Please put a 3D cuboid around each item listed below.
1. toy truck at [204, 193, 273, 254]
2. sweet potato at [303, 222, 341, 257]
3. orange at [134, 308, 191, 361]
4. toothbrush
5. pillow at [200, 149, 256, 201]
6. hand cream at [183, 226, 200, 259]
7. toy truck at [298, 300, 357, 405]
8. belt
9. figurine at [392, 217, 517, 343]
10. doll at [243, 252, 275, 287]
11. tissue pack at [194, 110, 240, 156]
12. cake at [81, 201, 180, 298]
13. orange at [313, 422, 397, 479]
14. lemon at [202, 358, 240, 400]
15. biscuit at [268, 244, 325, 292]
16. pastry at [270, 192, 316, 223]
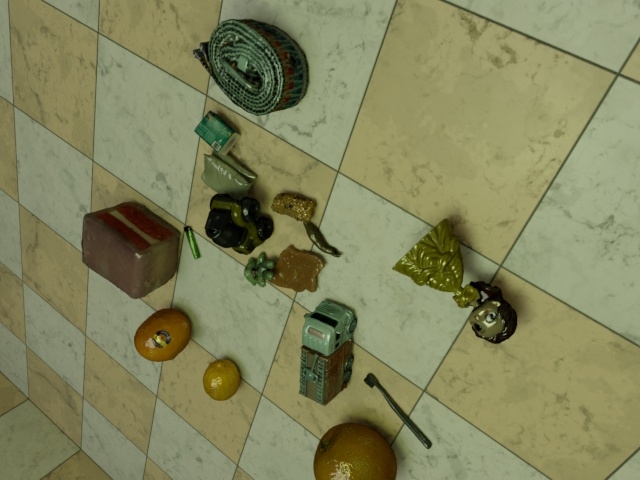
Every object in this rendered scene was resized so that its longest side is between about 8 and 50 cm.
[{"bbox_3d":[-0.256,-0.035,1.642,0.147,0.165,0.224,9,154,27],"label":"toy truck"},{"bbox_3d":[-0.001,0.003,1.601,0.153,0.038,0.041,44,152,7],"label":"sweet potato"},{"bbox_3d":[-0.606,0.366,2.080,0.219,0.219,0.193,-28,114,40],"label":"orange"},{"bbox_3d":[0.243,0.539,1.690,0.297,0.030,0.030,48,156,5],"label":"toothbrush"},{"bbox_3d":[-0.291,-0.195,1.686,0.181,0.078,0.134,37,132,8],"label":"pillow"},{"bbox_3d":[-0.462,0.008,1.934,0.036,0.023,0.122,-6,107,38],"label":"hand cream"},{"bbox_3d":[0.011,0.353,1.676,0.136,0.162,0.305,19,121,28],"label":"toy truck"},{"bbox_3d":[-0.181,-0.467,1.422,0.295,0.160,0.207,47,130,6],"label":"belt"},{"bbox_3d":[0.350,0.121,1.322,0.187,0.168,0.315,-45,80,13],"label":"figurine"},{"bbox_3d":[-0.200,0.096,1.750,0.150,0.077,0.115,-13,80,49],"label":"doll"},{"bbox_3d":[-0.309,-0.324,1.642,0.111,0.079,0.085,42,97,12],"label":"tissue pack"},{"bbox_3d":[-0.687,0.032,1.966,0.309,0.237,0.230,33,127,17],"label":"cake"},{"bbox_3d":[0.107,0.722,1.714,0.274,0.274,0.274,15,119,29],"label":"orange"},{"bbox_3d":[-0.378,0.537,2.052,0.142,0.142,0.187,23,128,25],"label":"lemon"},{"bbox_3d":[-0.080,0.096,1.701,0.250,0.035,0.162,-18,93,39],"label":"biscuit"},{"bbox_3d":[-0.080,-0.100,1.596,0.140,0.056,0.080,23,119,22],"label":"pastry"}]
